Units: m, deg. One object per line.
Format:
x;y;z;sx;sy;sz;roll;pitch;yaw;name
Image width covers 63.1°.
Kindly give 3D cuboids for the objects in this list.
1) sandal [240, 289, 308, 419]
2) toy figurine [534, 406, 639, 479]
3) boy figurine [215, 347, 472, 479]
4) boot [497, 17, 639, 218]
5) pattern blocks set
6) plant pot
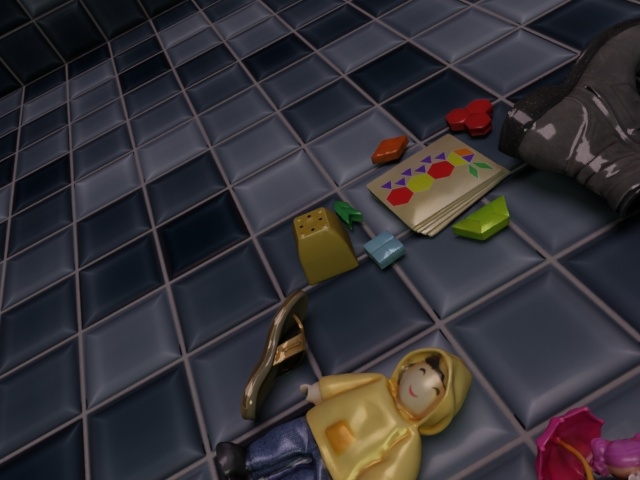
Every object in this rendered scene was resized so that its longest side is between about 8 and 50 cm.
-0.047;0.150;0.673;0.049;0.072;0.180;14;57;16;sandal
0.251;0.214;0.435;0.173;0.130;0.159;-21;34;22;toy figurine
0.038;0.212;0.556;0.285;0.092;0.177;-27;41;4;boy figurine
0.437;-0.170;0.729;0.338;0.118;0.223;-41;56;-15;boot
0.182;-0.093;0.816;0.325;0.026;0.285;-27;44;-1;pattern blocks set
0.000;0.000;0.775;0.082;0.083;0.081;-21;44;5;plant pot
